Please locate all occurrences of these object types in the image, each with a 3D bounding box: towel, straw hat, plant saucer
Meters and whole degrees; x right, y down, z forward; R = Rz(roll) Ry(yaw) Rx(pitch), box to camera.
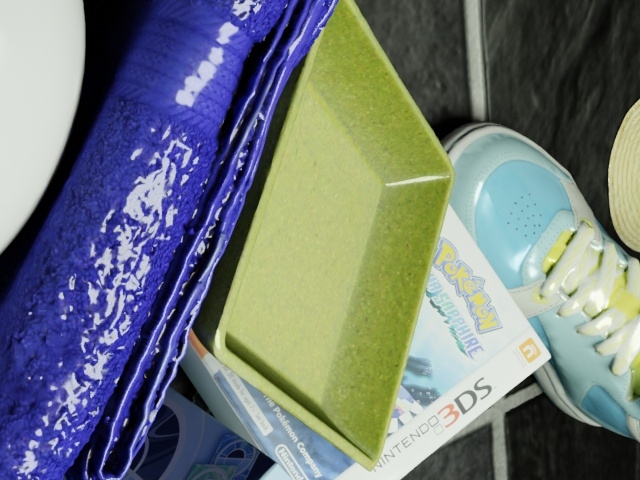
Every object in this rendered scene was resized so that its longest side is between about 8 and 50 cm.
[{"bbox_3d":[-0.073,-0.048,0.506,0.076,0.227,0.308,27,87,-18],"label":"towel"},{"bbox_3d":[0.297,-0.051,0.887,0.144,0.061,0.144,-11,109,-34],"label":"straw hat"},{"bbox_3d":[0.000,0.000,0.560,0.188,0.045,0.188,48,53,-54],"label":"plant saucer"}]

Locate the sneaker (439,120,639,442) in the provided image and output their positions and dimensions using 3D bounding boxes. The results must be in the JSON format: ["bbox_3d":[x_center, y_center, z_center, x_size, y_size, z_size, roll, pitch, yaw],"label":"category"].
[{"bbox_3d":[0.212,0.045,0.759,0.127,0.208,0.319,-53,127,-10],"label":"sneaker"}]

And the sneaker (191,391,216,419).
[{"bbox_3d":[-0.060,0.199,0.690,0.110,0.107,0.275,41,68,-71],"label":"sneaker"}]

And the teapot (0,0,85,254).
[{"bbox_3d":[-0.188,-0.070,0.439,0.256,0.252,0.187,-35,168,17],"label":"teapot"}]

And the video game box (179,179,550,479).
[{"bbox_3d":[0.009,0.038,0.648,0.187,0.048,0.205,-34,89,-27],"label":"video game box"}]

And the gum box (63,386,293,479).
[{"bbox_3d":[-0.114,0.146,0.561,0.157,0.184,0.041,-46,126,-16],"label":"gum box"}]
